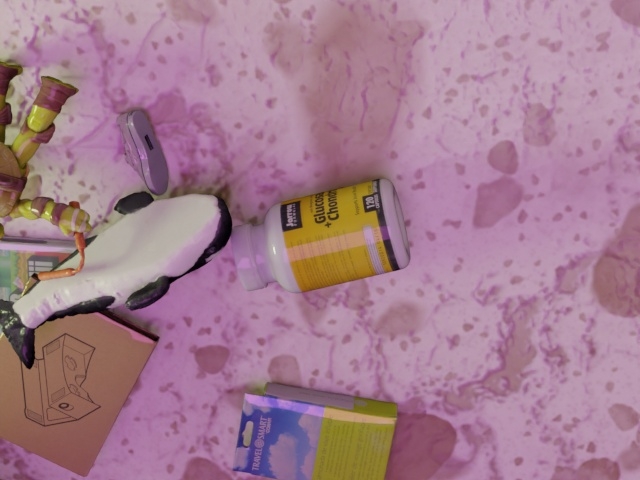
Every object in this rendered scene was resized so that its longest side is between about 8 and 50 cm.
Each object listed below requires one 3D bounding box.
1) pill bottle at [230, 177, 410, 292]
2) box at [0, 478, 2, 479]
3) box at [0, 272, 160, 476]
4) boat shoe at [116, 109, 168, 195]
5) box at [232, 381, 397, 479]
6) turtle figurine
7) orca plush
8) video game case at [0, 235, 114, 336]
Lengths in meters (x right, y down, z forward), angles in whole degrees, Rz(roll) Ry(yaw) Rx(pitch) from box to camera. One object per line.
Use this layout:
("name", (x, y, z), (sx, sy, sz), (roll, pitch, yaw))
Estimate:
("pill bottle", (0.000, 0.000, 1.658), (0.184, 0.103, 0.103), (-13, 108, 7))
("box", (-0.443, 0.298, 1.797), (0.232, 0.087, 0.058), (34, 107, -7))
("box", (-0.301, 0.158, 1.747), (0.164, 0.021, 0.201), (28, 108, -6))
("boat shoe", (-0.200, -0.096, 1.678), (0.035, 0.035, 0.100), (-6, 115, 34))
("box", (-0.006, 0.231, 1.769), (0.178, 0.042, 0.109), (10, 108, 0))
("turtle figurine", (-0.357, -0.083, 1.644), (0.269, 0.087, 0.217), (19, 98, 26))
("orca plush", (-0.209, 0.052, 1.671), (0.287, 0.151, 0.102), (-39, 139, 2))
("video game case", (-0.382, 0.093, 1.755), (0.285, 0.025, 0.204), (4, 109, 3))
